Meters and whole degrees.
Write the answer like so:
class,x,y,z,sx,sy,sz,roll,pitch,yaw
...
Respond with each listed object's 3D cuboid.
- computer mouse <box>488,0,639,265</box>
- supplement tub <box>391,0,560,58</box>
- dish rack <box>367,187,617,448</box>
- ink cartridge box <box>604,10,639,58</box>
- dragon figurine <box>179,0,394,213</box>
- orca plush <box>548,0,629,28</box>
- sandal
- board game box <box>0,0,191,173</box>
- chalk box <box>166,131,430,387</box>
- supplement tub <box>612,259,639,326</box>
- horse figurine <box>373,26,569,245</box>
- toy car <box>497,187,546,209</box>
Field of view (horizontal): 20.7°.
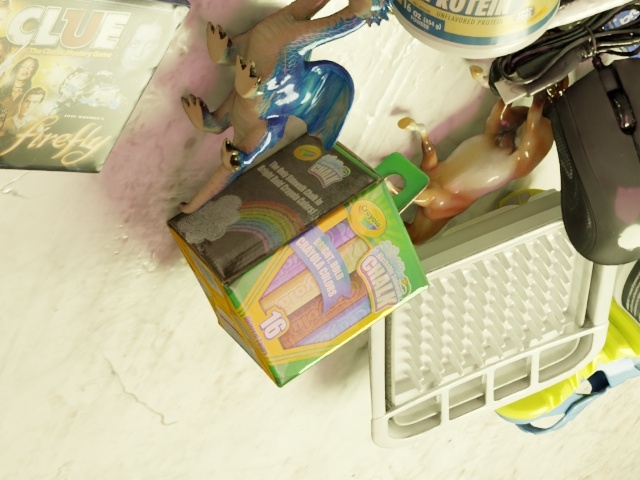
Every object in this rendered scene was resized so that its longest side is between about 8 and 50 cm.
class,x,y,z,sx,sy,sz,roll,pitch,yaw
computer mouse,0.273,-0.085,1.636,0.188,0.072,0.272,-28,120,-16
supplement tub,0.127,-0.258,1.372,0.144,0.144,0.199,-27,147,-21
dish rack,0.169,0.073,1.828,0.286,0.072,0.333,-21,148,-11
ink cartridge box,0.358,-0.273,1.699,0.207,0.046,0.097,-43,148,4
dragon figurine,-0.028,-0.121,1.436,0.144,0.085,0.289,-17,141,-33
orca plush,0.301,-0.287,1.564,0.287,0.151,0.102,-19,109,3
sandal,0.333,0.140,2.144,0.317,0.126,0.138,-24,150,-11
board game box,-0.226,-0.127,1.256,0.243,0.042,0.165,0,131,-47
chalk box,0.000,0.000,1.543,0.213,0.132,0.132,-32,126,-11
supplement tub,0.452,0.053,1.998,0.191,0.272,0.191,-28,147,-20
horse figurine,0.150,-0.090,1.691,0.263,0.066,0.174,-38,144,0
toy car,0.278,-0.089,1.842,0.239,0.053,0.225,-22,144,-29
